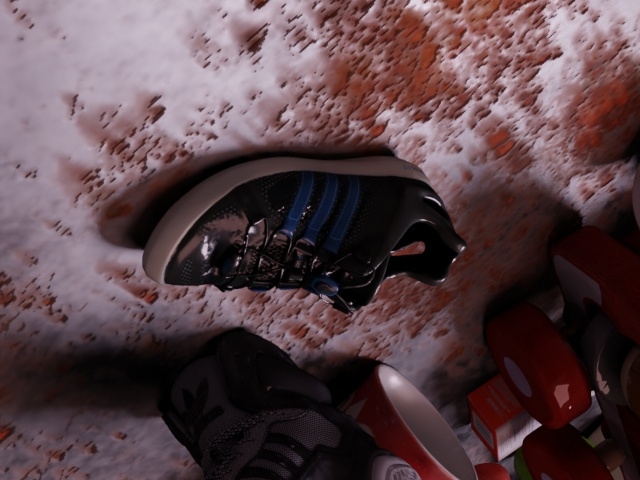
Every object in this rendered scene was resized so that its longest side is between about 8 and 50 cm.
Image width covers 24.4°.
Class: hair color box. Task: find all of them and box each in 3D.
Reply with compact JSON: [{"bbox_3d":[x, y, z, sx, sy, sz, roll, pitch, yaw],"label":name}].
[{"bbox_3d":[0.195,0.122,1.264,0.141,0.043,0.072,-32,151,-10],"label":"hair color box"}]

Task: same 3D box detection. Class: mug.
[{"bbox_3d":[0.008,0.183,1.068,0.169,0.113,0.150,-40,163,12],"label":"mug"}]

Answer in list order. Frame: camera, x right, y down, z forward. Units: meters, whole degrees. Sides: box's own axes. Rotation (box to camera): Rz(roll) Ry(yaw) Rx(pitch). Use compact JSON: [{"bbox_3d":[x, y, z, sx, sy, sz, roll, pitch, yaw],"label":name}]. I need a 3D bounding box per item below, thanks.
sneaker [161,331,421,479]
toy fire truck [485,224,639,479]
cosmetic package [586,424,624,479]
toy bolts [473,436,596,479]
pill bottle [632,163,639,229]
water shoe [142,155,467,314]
[{"bbox_3d":[-0.054,0.140,0.876,0.101,0.153,0.268,-51,159,22],"label":"sneaker"},{"bbox_3d":[0.271,0.140,1.114,0.169,0.254,0.302,-30,124,-12],"label":"toy fire truck"},{"bbox_3d":[0.250,0.348,1.509,0.309,0.160,0.113,-47,153,2],"label":"cosmetic package"},{"bbox_3d":[0.199,0.296,1.333,0.228,0.218,0.158,-4,125,-52],"label":"toy bolts"},{"bbox_3d":[0.337,-0.047,1.097,0.221,0.124,0.124,-14,144,-38],"label":"pill bottle"},{"bbox_3d":[0.000,0.000,0.817,0.203,0.080,0.073,-13,143,-39],"label":"water shoe"}]
